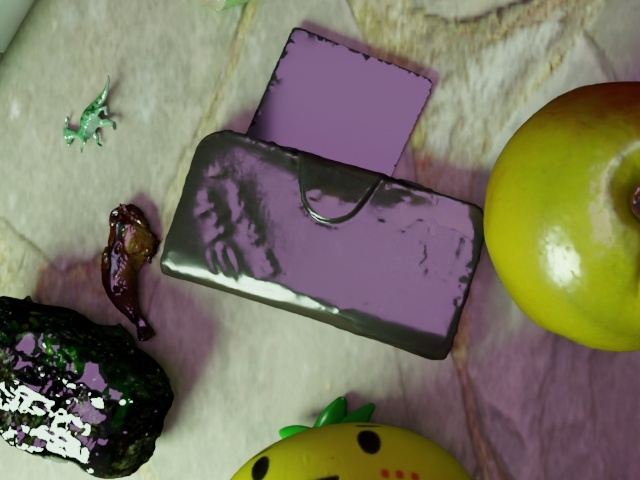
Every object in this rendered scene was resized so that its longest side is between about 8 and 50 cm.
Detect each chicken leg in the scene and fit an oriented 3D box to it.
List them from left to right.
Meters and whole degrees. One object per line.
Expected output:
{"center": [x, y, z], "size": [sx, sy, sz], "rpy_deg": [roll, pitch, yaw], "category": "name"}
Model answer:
{"center": [-0.202, 0.033, 0.811], "size": [0.062, 0.037, 0.144], "rpy_deg": [3, 88, -6], "category": "chicken leg"}

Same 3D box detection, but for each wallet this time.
{"center": [0.000, 0.000, 0.766], "size": [0.310, 0.042, 0.165], "rpy_deg": [18, 95, 10], "category": "wallet"}

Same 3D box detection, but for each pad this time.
{"center": [-0.009, -0.072, 0.793], "size": [0.160, 0.009, 0.264], "rpy_deg": [25, 94, 9], "category": "pad"}

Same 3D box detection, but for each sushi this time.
{"center": [-0.258, 0.139, 0.767], "size": [0.225, 0.124, 0.127], "rpy_deg": [23, 95, 11], "category": "sushi"}

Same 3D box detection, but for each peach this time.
{"center": [0.246, -0.019, 0.646], "size": [0.231, 0.231, 0.230], "rpy_deg": [0, 88, 9], "category": "peach"}

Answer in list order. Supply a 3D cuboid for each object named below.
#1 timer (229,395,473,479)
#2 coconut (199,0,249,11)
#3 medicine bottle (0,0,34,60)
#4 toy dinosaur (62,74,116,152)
{"center": [0.021, 0.253, 0.683], "size": [0.286, 0.285, 0.284], "rpy_deg": [0, 88, 9], "category": "timer"}
{"center": [-0.100, -0.274, 0.778], "size": [0.082, 0.083, 0.081], "rpy_deg": [35, 102, -13], "category": "coconut"}
{"center": [-0.416, -0.186, 0.800], "size": [0.130, 0.130, 0.340], "rpy_deg": [34, 95, 9], "category": "medicine bottle"}
{"center": [-0.250, -0.135, 0.827], "size": [0.062, 0.021, 0.083], "rpy_deg": [4, 90, 22], "category": "toy dinosaur"}
